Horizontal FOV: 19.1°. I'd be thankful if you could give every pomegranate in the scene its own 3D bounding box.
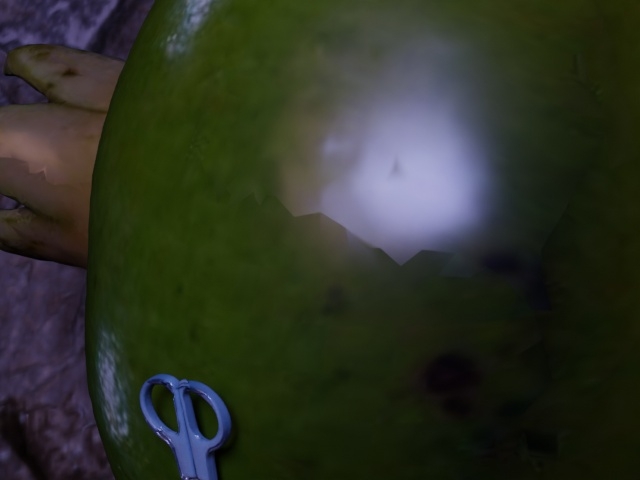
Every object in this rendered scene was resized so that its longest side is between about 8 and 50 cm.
[{"bbox_3d":[0.000,0.000,0.681,0.358,0.216,0.310,14,101,28],"label":"pomegranate"}]

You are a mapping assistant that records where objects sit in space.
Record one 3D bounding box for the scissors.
[{"bbox_3d":[-0.036,0.080,0.594,0.036,0.006,0.083,6,116,39],"label":"scissors"}]
